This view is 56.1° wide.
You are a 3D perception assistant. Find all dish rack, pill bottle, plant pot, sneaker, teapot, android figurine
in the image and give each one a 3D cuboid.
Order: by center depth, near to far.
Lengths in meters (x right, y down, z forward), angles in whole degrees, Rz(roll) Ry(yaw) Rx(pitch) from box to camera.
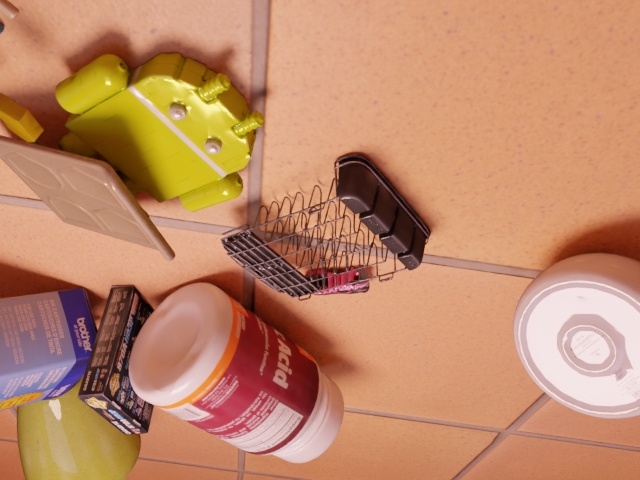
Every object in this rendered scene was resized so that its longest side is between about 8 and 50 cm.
[{"bbox_3d":[-0.197,-0.131,0.755,0.273,0.056,0.248,-15,138,29],"label":"android figurine"},{"bbox_3d":[0.425,0.118,0.881,0.256,0.187,0.252,-1,106,42],"label":"teapot"},{"bbox_3d":[0.000,0.000,0.885,0.272,0.074,0.208,-18,135,32],"label":"dish rack"},{"bbox_3d":[0.028,0.075,1.004,0.120,0.047,0.057,-3,153,15],"label":"sneaker"},{"bbox_3d":[-0.138,0.265,1.128,0.224,0.224,0.392,-19,136,30],"label":"pill bottle"},{"bbox_3d":[-0.584,0.413,1.396,0.275,0.274,0.293,4,127,4],"label":"plant pot"}]

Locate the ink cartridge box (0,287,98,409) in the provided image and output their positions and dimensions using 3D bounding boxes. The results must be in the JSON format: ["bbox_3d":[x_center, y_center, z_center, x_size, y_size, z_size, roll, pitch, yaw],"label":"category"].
[{"bbox_3d":[-0.588,0.217,1.108,0.396,0.151,0.270,-9,159,-42],"label":"ink cartridge box"}]

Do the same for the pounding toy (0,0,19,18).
[{"bbox_3d":[-0.284,-0.296,0.525,0.206,0.094,0.181,11,149,10],"label":"pounding toy"}]

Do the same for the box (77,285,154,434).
[{"bbox_3d":[-0.352,0.220,1.105,0.051,0.220,0.175,-6,142,11],"label":"box"}]

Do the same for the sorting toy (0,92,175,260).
[{"bbox_3d":[-0.324,-0.089,0.770,0.229,0.041,0.307,19,155,19],"label":"sorting toy"}]

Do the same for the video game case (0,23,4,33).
[{"bbox_3d":[-0.449,-0.266,0.647,0.119,0.015,0.166,-17,137,27],"label":"video game case"}]
